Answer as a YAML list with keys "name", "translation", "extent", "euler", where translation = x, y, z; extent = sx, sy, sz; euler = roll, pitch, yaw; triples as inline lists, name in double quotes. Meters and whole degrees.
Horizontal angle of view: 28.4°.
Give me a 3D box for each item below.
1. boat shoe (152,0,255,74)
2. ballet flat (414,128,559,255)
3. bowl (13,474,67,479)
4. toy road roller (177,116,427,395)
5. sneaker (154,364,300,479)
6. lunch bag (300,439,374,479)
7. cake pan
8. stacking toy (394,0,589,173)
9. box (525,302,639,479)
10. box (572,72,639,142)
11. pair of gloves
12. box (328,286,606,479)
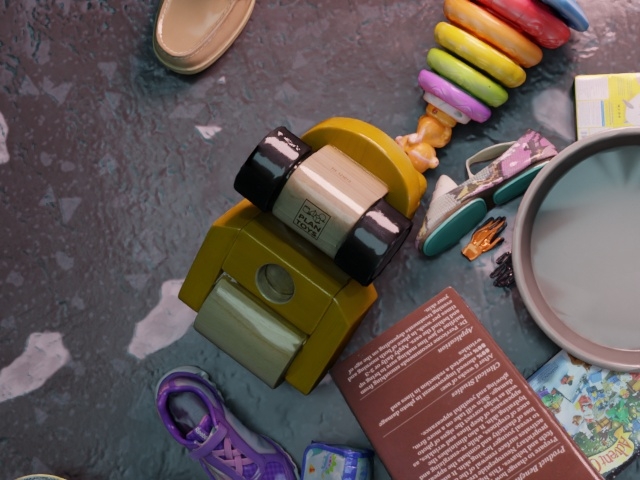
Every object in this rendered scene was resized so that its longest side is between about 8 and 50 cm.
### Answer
- name: "boat shoe"
  translation: [-0.128, -0.382, 1.658]
  extent: [0.121, 0.110, 0.341]
  euler: [25, 86, 8]
- name: "ballet flat"
  translation: [0.199, -0.066, 1.610]
  extent: [0.221, 0.077, 0.079]
  euler: [-34, 62, -4]
- name: "bowl"
  translation: [-0.344, 0.379, 1.599]
  extent: [0.170, 0.080, 0.170]
  euler: [-1, 83, 6]
- name: "toy road roller"
  translation: [0.000, 0.000, 1.551]
  extent: [0.202, 0.240, 0.330]
  euler: [37, 125, 9]
- name: "sneaker"
  translation: [-0.125, 0.254, 1.580]
  extent: [0.236, 0.104, 0.095]
  euler: [44, 88, 8]
- name: "lunch bag"
  translation: [0.020, 0.312, 1.528]
  extent: [0.096, 0.151, 0.129]
  euler: [8, 84, -7]
- name: "cake pan"
  translation: [0.377, 0.010, 1.516]
  extent: [0.293, 0.054, 0.293]
  euler: [0, 93, 10]
- name: "stacking toy"
  translation: [0.187, -0.210, 1.596]
  extent: [0.175, 0.165, 0.302]
  euler: [35, 99, 24]
- name: "box"
  translation: [0.341, 0.203, 1.568]
  extent: [0.233, 0.044, 0.159]
  euler: [-41, 80, 0]
- name: "box"
  translation: [0.414, -0.160, 1.609]
  extent: [0.179, 0.043, 0.105]
  euler: [-2, 82, 8]
- name: "pair of gloves"
  translation: [0.230, 0.014, 1.621]
  extent: [0.074, 0.010, 0.083]
  euler: [-45, 83, -3]
- name: "box"
  translation: [0.181, 0.247, 1.434]
  extent: [0.191, 0.143, 0.381]
  euler: [-34, 41, 1]
